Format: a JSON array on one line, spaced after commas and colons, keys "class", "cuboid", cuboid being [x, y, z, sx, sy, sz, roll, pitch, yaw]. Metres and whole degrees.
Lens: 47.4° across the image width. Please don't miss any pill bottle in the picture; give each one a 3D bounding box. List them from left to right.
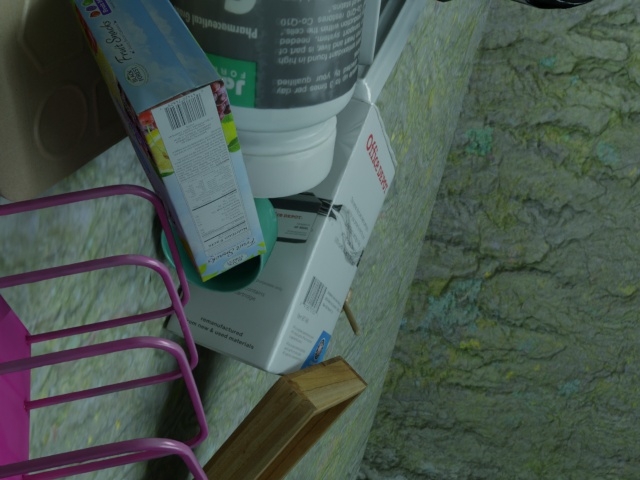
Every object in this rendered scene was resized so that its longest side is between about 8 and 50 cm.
[{"class": "pill bottle", "cuboid": [-0.055, -0.238, 0.734, 0.204, 0.204, 0.361, -51, 154, -50]}]

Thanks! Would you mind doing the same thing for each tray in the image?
[{"class": "tray", "cuboid": [-0.115, 0.352, 1.101, 0.411, 0.076, 0.203, -51, 161, 15]}, {"class": "tray", "cuboid": [0.061, -0.327, 1.118, 0.030, 0.145, 0.270, 101, 14, -62]}]

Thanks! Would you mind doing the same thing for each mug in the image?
[{"class": "mug", "cuboid": [-0.107, -0.019, 0.893, 0.129, 0.158, 0.097, 53, 33, -22]}]

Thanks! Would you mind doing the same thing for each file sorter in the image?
[{"class": "file sorter", "cuboid": [-0.178, 0.129, 0.529, 0.202, 0.182, 0.290, 86, -9, -54]}]

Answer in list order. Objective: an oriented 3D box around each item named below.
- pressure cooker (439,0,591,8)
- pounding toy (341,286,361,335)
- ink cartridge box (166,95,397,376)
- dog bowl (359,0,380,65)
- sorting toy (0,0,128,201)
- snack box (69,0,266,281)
[{"class": "pressure cooker", "cuboid": [0.251, -0.551, 1.065, 0.376, 0.420, 0.369, 21, 102, -47]}, {"class": "pounding toy", "cuboid": [0.030, 0.096, 1.461, 0.154, 0.155, 0.269, -70, 164, 11]}, {"class": "ink cartridge box", "cuboid": [-0.038, -0.002, 1.111, 0.285, 0.166, 0.394, 52, 59, -71]}, {"class": "dog bowl", "cuboid": [0.029, -0.361, 0.922, 0.265, 0.104, 0.264, 6, 90, -89]}, {"class": "sorting toy", "cuboid": [-0.210, -0.157, 0.627, 0.208, 0.038, 0.193, -46, 150, -48]}, {"class": "snack box", "cuboid": [-0.122, -0.093, 0.599, 0.070, 0.174, 0.207, -26, 146, -11]}]
